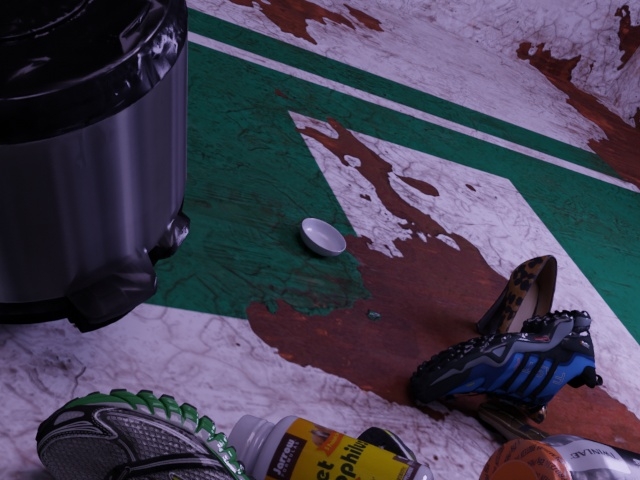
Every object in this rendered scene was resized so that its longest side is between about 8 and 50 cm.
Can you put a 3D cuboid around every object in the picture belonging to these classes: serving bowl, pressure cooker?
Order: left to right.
[{"bbox_3d":[-0.320,-0.114,1.012,0.375,0.420,0.370,9,52,-2],"label":"pressure cooker"},{"bbox_3d":[0.000,0.000,1.544,0.083,0.027,0.083,25,28,-14],"label":"serving bowl"}]

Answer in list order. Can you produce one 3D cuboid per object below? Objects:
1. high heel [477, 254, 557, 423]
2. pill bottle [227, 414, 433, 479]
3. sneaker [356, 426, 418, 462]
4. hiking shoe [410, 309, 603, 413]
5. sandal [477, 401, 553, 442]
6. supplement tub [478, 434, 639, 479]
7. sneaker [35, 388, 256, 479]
[{"bbox_3d":[0.343,0.148,1.488,0.093,0.186,0.261,21,30,-24],"label":"high heel"},{"bbox_3d":[0.003,0.260,0.993,0.215,0.117,0.117,18,24,15],"label":"pill bottle"},{"bbox_3d":[0.131,0.342,1.070,0.121,0.111,0.300,23,26,-53],"label":"sneaker"},{"bbox_3d":[0.280,0.197,1.365,0.304,0.113,0.132,-16,88,-16],"label":"hiking shoe"},{"bbox_3d":[0.299,0.299,1.357,0.180,0.049,0.072,33,19,34],"label":"sandal"},{"bbox_3d":[0.360,0.355,1.165,0.316,0.194,0.194,20,30,-25],"label":"supplement tub"},{"bbox_3d":[-0.119,0.266,0.876,0.343,0.134,0.146,33,29,0],"label":"sneaker"}]
